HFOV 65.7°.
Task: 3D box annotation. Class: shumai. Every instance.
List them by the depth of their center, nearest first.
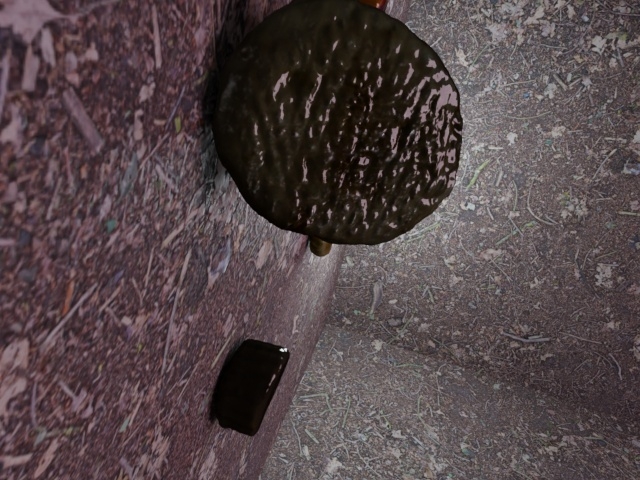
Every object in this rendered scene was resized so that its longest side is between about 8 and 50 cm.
[{"bbox_3d":[0.014,-0.201,0.805,0.324,0.397,0.323,-56,-151,17],"label":"shumai"}]

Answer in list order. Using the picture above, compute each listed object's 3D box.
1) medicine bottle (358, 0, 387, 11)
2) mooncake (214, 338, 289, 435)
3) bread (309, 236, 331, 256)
[{"bbox_3d":[0.091,-0.536,1.152,0.149,0.112,0.222,-62,167,-56],"label":"medicine bottle"},{"bbox_3d":[-0.169,0.351,1.204,0.228,0.124,0.228,21,90,-86],"label":"mooncake"},{"bbox_3d":[0.000,0.000,1.789,0.157,0.083,0.094,96,16,-46],"label":"bread"}]
